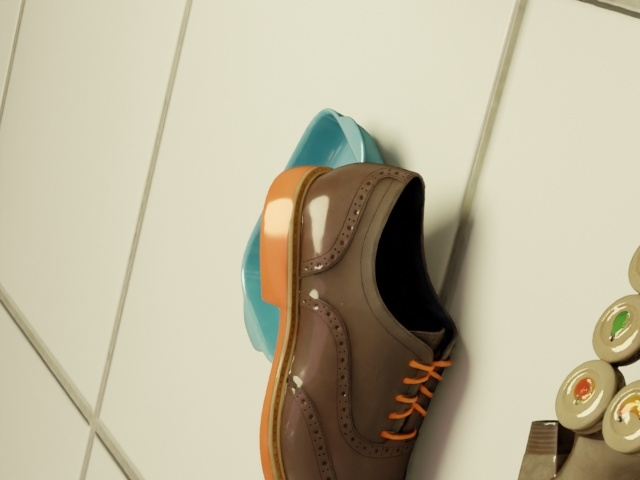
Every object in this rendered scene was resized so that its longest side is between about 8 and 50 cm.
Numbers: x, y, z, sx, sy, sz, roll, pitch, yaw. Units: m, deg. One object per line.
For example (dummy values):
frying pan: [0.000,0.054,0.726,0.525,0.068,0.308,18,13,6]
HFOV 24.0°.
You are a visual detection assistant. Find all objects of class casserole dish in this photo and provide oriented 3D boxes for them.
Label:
casserole dish: [0.000,0.000,1.013,0.188,0.037,0.114,-61,35,34]

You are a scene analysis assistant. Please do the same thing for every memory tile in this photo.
memory tile: [0.169,0.051,0.667,0.113,0.012,0.148,-59,29,-6]

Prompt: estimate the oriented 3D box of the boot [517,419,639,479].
boot: [0.136,0.132,0.733,0.118,0.042,0.087,-9,83,62]

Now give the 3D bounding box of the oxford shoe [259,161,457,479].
oxford shoe: [0.027,0.088,0.885,0.098,0.097,0.271,-5,92,34]
